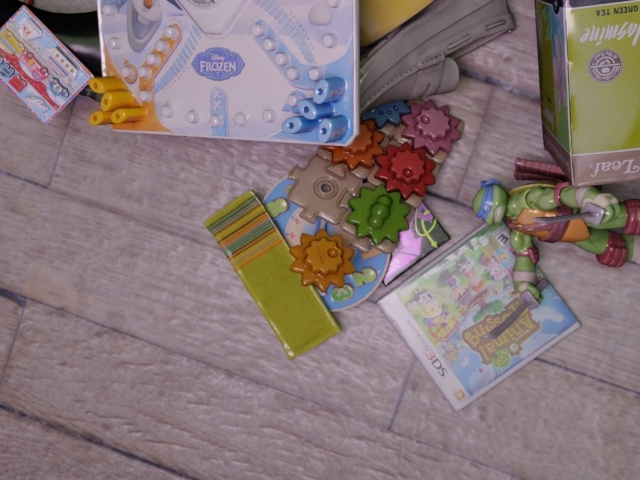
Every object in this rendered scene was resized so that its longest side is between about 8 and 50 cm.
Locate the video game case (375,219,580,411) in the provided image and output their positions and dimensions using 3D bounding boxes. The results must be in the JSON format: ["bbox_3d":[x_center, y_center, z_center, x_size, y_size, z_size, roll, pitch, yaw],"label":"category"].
[{"bbox_3d":[0.218,0.102,1.196,0.212,0.023,0.193,-37,87,6],"label":"video game case"}]

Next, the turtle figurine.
[{"bbox_3d":[0.330,0.019,1.078,0.266,0.274,0.198,5,113,-6],"label":"turtle figurine"}]

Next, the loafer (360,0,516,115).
[{"bbox_3d":[0.134,-0.234,1.120,0.319,0.112,0.111,-41,95,-16],"label":"loafer"}]

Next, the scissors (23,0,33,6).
[{"bbox_3d":[-0.431,-0.435,1.265,0.109,0.021,0.297,33,93,7],"label":"scissors"}]

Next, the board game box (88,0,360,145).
[{"bbox_3d":[-0.135,-0.311,0.991,0.390,0.050,0.390,8,106,32],"label":"board game box"}]

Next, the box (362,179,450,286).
[{"bbox_3d":[0.089,-0.033,1.206,0.116,0.029,0.162,-38,85,6],"label":"box"}]

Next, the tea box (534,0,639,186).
[{"bbox_3d":[0.439,-0.256,1.028,0.329,0.220,0.323,-5,107,6],"label":"tea box"}]

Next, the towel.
[{"bbox_3d":[-0.070,0.050,1.209,0.102,0.021,0.237,-34,87,34],"label":"towel"}]

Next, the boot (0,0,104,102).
[{"bbox_3d":[-0.279,-0.326,1.188,0.348,0.131,0.260,23,101,-5],"label":"boot"}]

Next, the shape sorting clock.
[{"bbox_3d":[0.000,0.000,1.191,0.206,0.040,0.206,3,100,19],"label":"shape sorting clock"}]

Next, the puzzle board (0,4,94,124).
[{"bbox_3d":[-0.379,-0.231,1.133,0.096,0.011,0.128,-42,101,11],"label":"puzzle board"}]

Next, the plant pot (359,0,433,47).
[{"bbox_3d":[0.048,-0.386,1.072,0.254,0.254,0.239,-36,103,6],"label":"plant pot"}]

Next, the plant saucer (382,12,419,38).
[{"bbox_3d":[0.093,-0.382,1.195,0.195,0.037,0.195,0,91,6],"label":"plant saucer"}]

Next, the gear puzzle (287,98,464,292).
[{"bbox_3d":[0.054,-0.081,1.126,0.175,0.044,0.339,29,66,6],"label":"gear puzzle"}]
